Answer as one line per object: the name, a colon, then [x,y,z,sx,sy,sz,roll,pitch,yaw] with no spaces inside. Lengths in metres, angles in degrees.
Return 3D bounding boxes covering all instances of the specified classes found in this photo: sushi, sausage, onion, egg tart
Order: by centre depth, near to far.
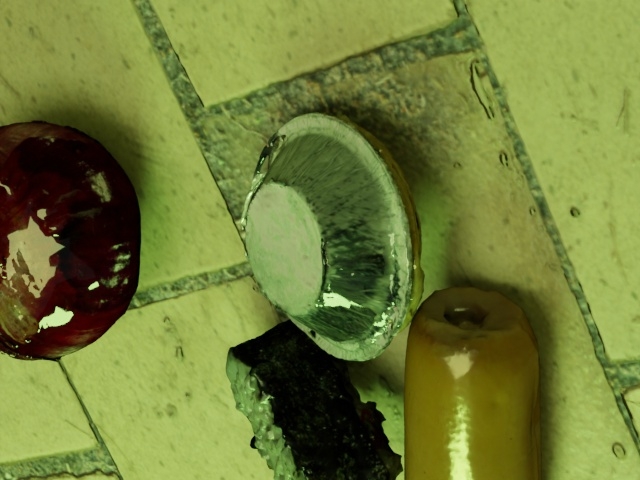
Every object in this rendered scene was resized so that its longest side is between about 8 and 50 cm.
egg tart: [0.000,0.000,1.730,0.234,0.094,0.234,19,115,48]
sausage: [0.141,0.213,1.781,0.134,0.116,0.354,8,123,19]
sushi: [-0.006,0.183,1.839,0.212,0.115,0.147,58,156,33]
onion: [-0.297,0.005,1.899,0.252,0.219,0.252,12,112,31]
